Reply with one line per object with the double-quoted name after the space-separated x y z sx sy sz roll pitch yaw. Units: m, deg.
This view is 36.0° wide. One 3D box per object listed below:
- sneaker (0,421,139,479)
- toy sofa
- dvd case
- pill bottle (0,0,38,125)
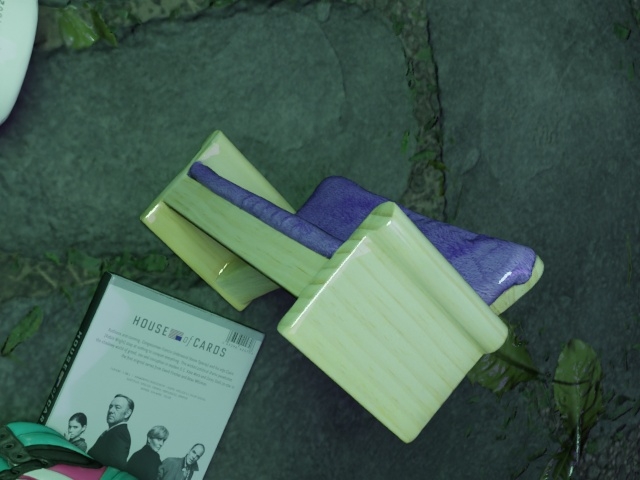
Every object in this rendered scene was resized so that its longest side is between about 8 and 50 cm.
-0.257 0.222 0.793 0.295 0.178 0.124 18 90 -58 "sneaker"
0.000 0.000 0.830 0.177 0.362 0.150 -49 119 -7 "toy sofa"
-0.175 0.169 0.951 0.179 0.029 0.239 26 86 -32 "dvd case"
-0.340 -0.170 0.727 0.229 0.131 0.131 13 92 -32 "pill bottle"
